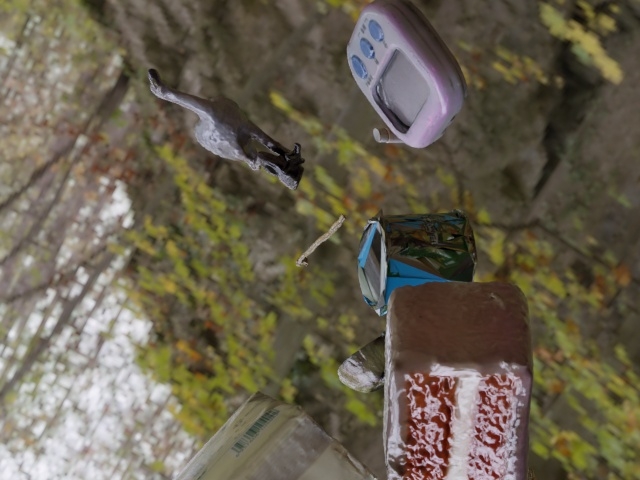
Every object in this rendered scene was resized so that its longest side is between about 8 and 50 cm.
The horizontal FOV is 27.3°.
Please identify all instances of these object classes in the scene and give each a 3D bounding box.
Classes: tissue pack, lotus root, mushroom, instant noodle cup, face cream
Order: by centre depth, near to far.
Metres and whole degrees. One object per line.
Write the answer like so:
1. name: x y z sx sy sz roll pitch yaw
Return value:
1. tissue pack: -0.132 0.443 2.130 0.207 0.380 0.297 46 168 -12
2. face cream: 0.140 -0.176 2.189 0.115 0.020 0.038 -5 -116 -33
3. instant noodle cup: 0.183 0.046 2.599 0.178 0.240 0.240 2 -148 -16
4. mushroom: -0.003 0.005 2.640 0.026 0.286 0.028 31 -116 -5
5. lotus root: 0.132 0.255 2.669 0.078 0.183 0.203 54 175 22

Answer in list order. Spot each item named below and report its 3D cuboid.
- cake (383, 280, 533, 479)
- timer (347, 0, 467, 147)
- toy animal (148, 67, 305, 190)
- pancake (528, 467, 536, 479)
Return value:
1. cake: 0.216 0.235 2.067 0.237 0.308 0.230 0 -148 3
2. timer: 0.118 -0.233 1.816 0.069 0.208 0.190 -32 -100 -21
3. toy animal: -0.164 -0.196 2.206 0.324 0.090 0.195 32 166 -16
4. pancake: 0.355 0.500 2.514 0.028 0.158 0.158 41 -158 -7
